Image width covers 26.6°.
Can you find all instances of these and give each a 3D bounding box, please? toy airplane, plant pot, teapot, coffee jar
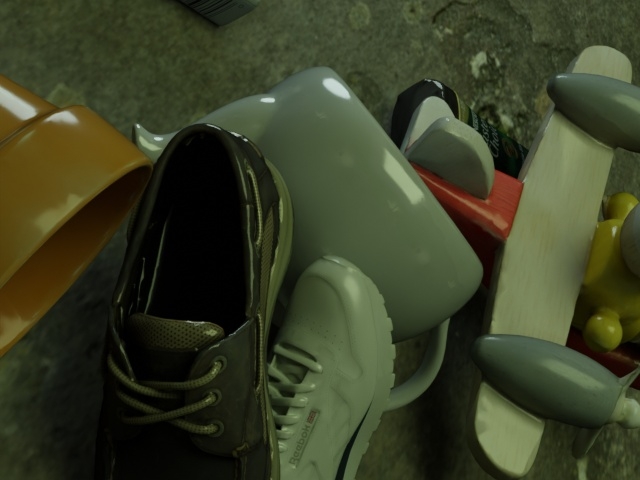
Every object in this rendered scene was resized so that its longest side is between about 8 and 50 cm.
[{"bbox_3d":[0.239,0.001,1.290,0.384,0.272,0.386,-11,85,-44],"label":"toy airplane"},{"bbox_3d":[-0.240,-0.034,0.828,0.188,0.205,0.205,42,36,1],"label":"plant pot"},{"bbox_3d":[0.000,0.000,1.105,0.256,0.187,0.252,53,3,20],"label":"teapot"},{"bbox_3d":[0.155,-0.091,1.445,0.184,0.079,0.096,32,43,-33],"label":"coffee jar"}]

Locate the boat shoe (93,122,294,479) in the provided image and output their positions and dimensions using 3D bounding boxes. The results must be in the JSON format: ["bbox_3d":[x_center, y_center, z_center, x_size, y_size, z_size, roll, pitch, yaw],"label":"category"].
[{"bbox_3d":[-0.098,0.085,0.896,0.130,0.132,0.355,59,31,-66],"label":"boat shoe"}]

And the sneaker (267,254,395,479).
[{"bbox_3d":[-0.015,0.126,0.981,0.095,0.090,0.235,-6,111,-47],"label":"sneaker"}]

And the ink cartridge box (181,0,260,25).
[{"bbox_3d":[-0.174,-0.411,1.240,0.324,0.071,0.330,28,54,-36],"label":"ink cartridge box"}]
